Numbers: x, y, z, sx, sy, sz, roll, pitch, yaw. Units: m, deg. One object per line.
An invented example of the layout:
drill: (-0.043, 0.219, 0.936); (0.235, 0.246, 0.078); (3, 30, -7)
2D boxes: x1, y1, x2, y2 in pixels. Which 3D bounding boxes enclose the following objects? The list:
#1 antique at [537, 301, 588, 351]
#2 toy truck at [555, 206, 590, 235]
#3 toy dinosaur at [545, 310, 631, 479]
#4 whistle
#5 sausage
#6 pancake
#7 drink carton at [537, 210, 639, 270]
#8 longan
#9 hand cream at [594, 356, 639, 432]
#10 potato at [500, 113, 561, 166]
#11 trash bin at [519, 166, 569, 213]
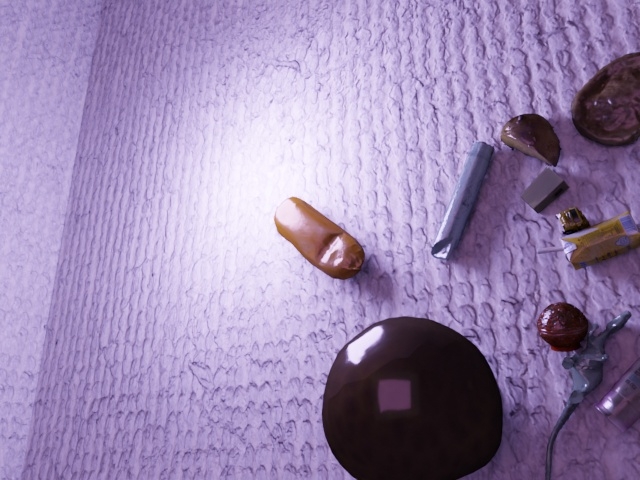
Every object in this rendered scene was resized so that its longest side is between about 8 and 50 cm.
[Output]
antique: (0.504, 0.177, 1.201); (0.104, 0.104, 0.104); (-14, 65, 32)
toy truck: (0.552, -0.038, 1.256); (0.054, 0.083, 0.049); (-27, 59, 27)
toy dinosaur: (0.499, 0.295, 1.141); (0.076, 0.129, 0.383); (35, 96, 46)
whistle: (0.355, -0.097, 1.443); (0.062, 0.062, 0.312); (18, 84, 40)
sausage: (0.002, 0.002, 1.637); (0.134, 0.116, 0.354); (-46, 54, -4)
pancake: (0.686, -0.320, 1.292); (0.236, 0.042, 0.223); (-16, 66, 32)
drink carton: (0.569, 0.012, 1.225); (0.199, 0.084, 0.075); (-27, 60, 24)
longan: (0.186, 0.355, 1.228); (0.404, 0.336, 0.405); (7, 110, 19)
hand cream: (0.659, 0.233, 1.086); (0.312, 0.070, 0.111); (-48, 48, 6)
potato: (0.501, -0.256, 1.360); (0.101, 0.089, 0.172); (-47, 40, 5)
trash bin: (0.519, -0.115, 1.341); (0.092, 0.043, 0.061); (-47, 52, 17)
